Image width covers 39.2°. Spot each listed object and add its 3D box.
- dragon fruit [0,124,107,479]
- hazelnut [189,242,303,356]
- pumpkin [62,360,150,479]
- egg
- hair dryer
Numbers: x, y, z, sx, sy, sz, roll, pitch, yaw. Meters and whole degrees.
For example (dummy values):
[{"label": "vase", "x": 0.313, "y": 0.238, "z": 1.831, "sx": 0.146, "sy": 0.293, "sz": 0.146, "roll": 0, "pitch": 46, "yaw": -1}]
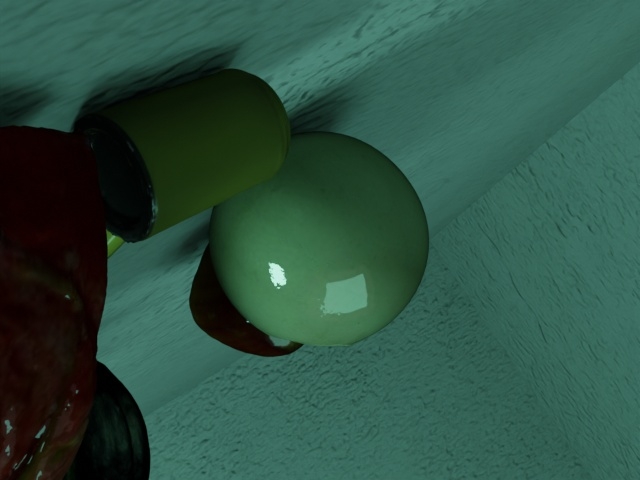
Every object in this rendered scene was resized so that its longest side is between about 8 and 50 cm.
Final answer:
[{"label": "dragon fruit", "x": -0.291, "y": 0.071, "z": 0.435, "sx": 0.240, "sy": 0.303, "sz": 0.330, "roll": -1, "pitch": 174, "yaw": 33}, {"label": "hazelnut", "x": -0.062, "y": 0.049, "z": 1.126, "sx": 0.212, "sy": 0.181, "sz": 0.181, "roll": -40, "pitch": 162, "yaw": -29}, {"label": "pumpkin", "x": -0.299, "y": 0.170, "z": 0.806, "sx": 0.295, "sy": 0.296, "sz": 0.296, "roll": -33, "pitch": 172, "yaw": -5}, {"label": "egg", "x": 0.000, "y": 0.000, "z": 0.915, "sx": 0.219, "sy": 0.219, "sz": 0.269, "roll": -35, "pitch": 155, "yaw": 11}, {"label": "hair dryer", "x": -0.143, "y": -0.031, "z": 0.697, "sx": 0.135, "sy": 0.090, "sz": 0.278, "roll": -30, "pitch": 178, "yaw": -40}]
